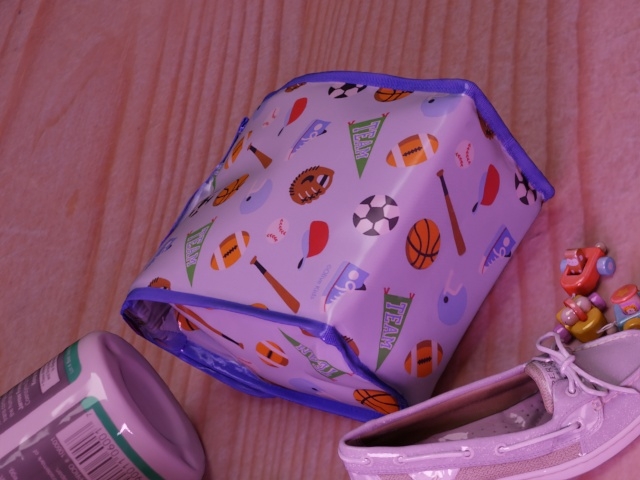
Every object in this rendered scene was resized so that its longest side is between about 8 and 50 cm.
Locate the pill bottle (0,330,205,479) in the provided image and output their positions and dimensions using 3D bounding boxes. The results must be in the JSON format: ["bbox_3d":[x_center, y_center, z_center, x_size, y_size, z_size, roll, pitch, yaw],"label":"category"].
[{"bbox_3d":[-0.321,0.275,2.151,0.361,0.204,0.204,-35,32,8],"label":"pill bottle"}]

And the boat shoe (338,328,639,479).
[{"bbox_3d":[0.174,0.160,1.828,0.320,0.103,0.118,-23,33,3],"label":"boat shoe"}]

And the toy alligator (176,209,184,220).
[{"bbox_3d":[-0.117,-0.045,2.476,0.189,0.056,0.051,-46,-9,-7],"label":"toy alligator"}]

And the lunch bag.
[{"bbox_3d":[0.000,0.000,2.122,0.385,0.239,0.328,10,59,43],"label":"lunch bag"}]

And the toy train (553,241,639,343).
[{"bbox_3d":[0.282,0.042,1.942,0.166,0.046,0.125,2,52,48],"label":"toy train"}]
